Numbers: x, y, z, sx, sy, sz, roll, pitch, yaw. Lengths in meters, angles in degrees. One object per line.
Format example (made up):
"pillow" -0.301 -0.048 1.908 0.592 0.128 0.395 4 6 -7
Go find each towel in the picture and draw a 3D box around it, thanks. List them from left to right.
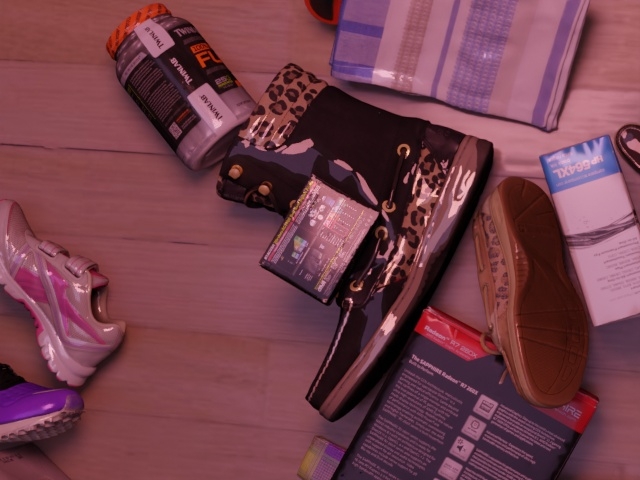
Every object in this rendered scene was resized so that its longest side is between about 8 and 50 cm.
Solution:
"towel" 0.018 0.283 1.820 0.083 0.009 0.060 27 95 12
"towel" 0.160 -0.245 1.720 0.285 0.034 0.209 15 126 3

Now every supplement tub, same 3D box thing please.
"supplement tub" -0.170 -0.190 1.815 0.117 0.117 0.190 -40 82 8

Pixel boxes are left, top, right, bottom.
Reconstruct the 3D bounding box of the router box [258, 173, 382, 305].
"router box" 0.000 0.000 1.679 0.092 0.038 0.122 31 87 10

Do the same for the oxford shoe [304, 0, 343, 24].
"oxford shoe" 0.117 -0.325 1.757 0.271 0.098 0.097 -2 127 14

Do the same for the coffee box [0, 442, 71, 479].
"coffee box" -0.441 0.404 1.835 0.119 0.168 0.297 42 98 10

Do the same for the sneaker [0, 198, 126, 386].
"sneaker" -0.325 0.051 1.858 0.111 0.103 0.252 -31 91 8

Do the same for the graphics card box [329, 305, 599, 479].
"graphics card box" 0.138 0.290 1.748 0.232 0.094 0.371 28 93 7

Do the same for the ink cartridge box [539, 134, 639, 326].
"ink cartridge box" 0.321 -0.008 1.691 0.085 0.148 0.203 -17 85 10

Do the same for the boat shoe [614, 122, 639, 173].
"boat shoe" 0.407 -0.084 1.725 0.152 0.049 0.056 39 97 10

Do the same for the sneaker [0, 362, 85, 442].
"sneaker" -0.433 0.184 1.855 0.293 0.102 0.146 -9 81 23

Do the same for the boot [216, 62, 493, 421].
"boot" 0.006 -0.006 1.763 0.284 0.138 0.377 28 91 10

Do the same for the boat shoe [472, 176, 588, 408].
"boat shoe" 0.233 0.068 1.696 0.104 0.089 0.285 15 55 -26
